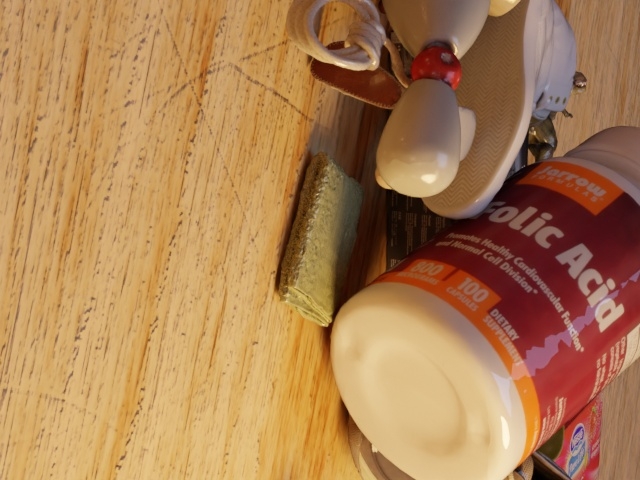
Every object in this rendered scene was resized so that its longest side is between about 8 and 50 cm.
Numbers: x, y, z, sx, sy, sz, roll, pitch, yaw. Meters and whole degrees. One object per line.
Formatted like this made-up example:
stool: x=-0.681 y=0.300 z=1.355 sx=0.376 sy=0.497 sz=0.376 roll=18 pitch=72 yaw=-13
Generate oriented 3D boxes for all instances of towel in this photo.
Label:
towel: x=0.000 y=0.000 z=1.744 sx=0.110 sy=0.027 sz=0.148 roll=41 pitch=60 yaw=-62

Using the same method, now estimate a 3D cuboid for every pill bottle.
pill bottle: x=0.214 y=0.055 z=1.841 sx=0.392 sy=0.224 sz=0.224 roll=-36 pitch=132 yaw=-35

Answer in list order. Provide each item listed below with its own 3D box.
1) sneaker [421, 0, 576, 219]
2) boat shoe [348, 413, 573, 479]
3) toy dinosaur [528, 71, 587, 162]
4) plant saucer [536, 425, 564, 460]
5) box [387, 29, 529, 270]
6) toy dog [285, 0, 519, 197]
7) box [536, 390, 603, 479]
sneaker: x=0.189 y=-0.130 z=1.854 sx=0.169 sy=0.108 sz=0.292 roll=44 pitch=57 yaw=-54
boat shoe: x=0.164 y=0.230 z=1.966 sx=0.355 sy=0.130 sz=0.132 roll=32 pitch=50 yaw=-45
toy dinosaur: x=0.267 y=-0.125 z=2.294 sx=0.268 sy=0.064 sz=0.118 roll=-43 pitch=121 yaw=-56
plant saucer: x=0.202 y=0.148 z=2.139 sx=0.241 sy=0.037 sz=0.241 roll=43 pitch=32 yaw=-35
box: x=0.151 y=-0.094 z=2.004 sx=0.242 sy=0.076 sz=0.307 roll=-31 pitch=125 yaw=-60
toy dog: x=0.079 y=-0.176 z=1.722 sx=0.161 sy=0.220 sz=0.333 roll=-40 pitch=-170 yaw=50
box: x=0.256 y=0.266 z=2.305 sx=0.257 sy=0.122 sz=0.128 roll=-28 pitch=122 yaw=-62
